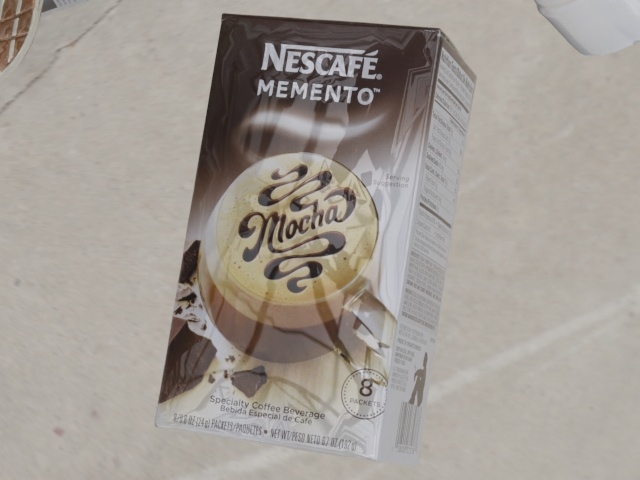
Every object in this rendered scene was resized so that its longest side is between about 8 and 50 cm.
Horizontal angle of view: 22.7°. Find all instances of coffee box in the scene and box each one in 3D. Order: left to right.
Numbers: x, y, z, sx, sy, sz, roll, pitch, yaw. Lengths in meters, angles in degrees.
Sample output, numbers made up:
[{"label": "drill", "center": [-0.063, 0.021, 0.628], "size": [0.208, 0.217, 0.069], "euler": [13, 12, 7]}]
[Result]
[{"label": "coffee box", "center": [0.000, 0.000, 1.136], "size": [0.168, 0.119, 0.297], "euler": [6, 82, 19]}]

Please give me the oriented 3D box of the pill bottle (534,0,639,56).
[{"label": "pill bottle", "center": [0.061, -0.170, 0.577], "size": [0.208, 0.117, 0.117], "euler": [45, 77, -17]}]

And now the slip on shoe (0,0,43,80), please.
[{"label": "slip on shoe", "center": [-0.229, -0.176, 1.178], "size": [0.051, 0.041, 0.135], "euler": [9, 78, 2]}]

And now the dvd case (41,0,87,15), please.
[{"label": "dvd case", "center": [-0.321, -0.203, 1.293], "size": [0.239, 0.179, 0.029], "euler": [-19, 76, 0]}]
